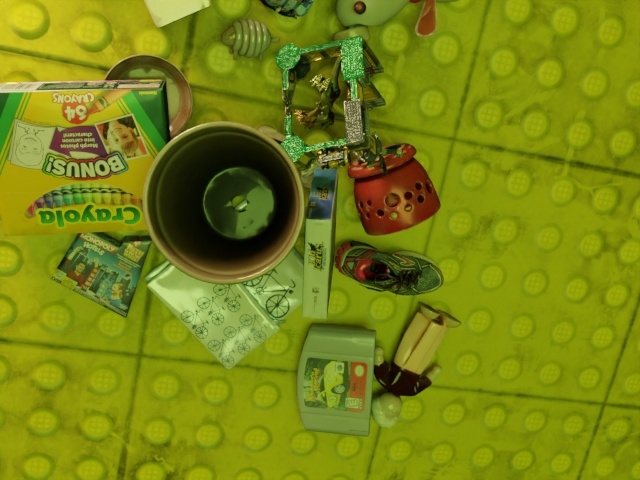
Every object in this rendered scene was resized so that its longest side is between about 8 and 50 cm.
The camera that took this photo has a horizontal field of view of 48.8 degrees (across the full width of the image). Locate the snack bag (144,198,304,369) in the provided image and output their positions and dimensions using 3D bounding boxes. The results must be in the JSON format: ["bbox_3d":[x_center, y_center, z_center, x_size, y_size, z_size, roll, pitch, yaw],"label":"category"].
[{"bbox_3d":[-0.196,0.107,1.728,0.342,0.037,0.323,-38,110,1],"label":"snack bag"}]

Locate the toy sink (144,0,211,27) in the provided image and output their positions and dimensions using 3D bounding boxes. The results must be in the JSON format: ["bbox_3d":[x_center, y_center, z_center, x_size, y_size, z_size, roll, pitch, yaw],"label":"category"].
[{"bbox_3d":[-0.331,-0.565,1.437,0.131,0.153,0.234,-24,111,-3],"label":"toy sink"}]

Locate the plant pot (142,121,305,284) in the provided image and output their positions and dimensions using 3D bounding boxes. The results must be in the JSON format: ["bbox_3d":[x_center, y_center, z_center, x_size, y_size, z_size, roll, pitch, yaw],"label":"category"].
[{"bbox_3d":[-0.191,-0.080,1.522,0.323,0.280,0.323,0,94,-1],"label":"plant pot"}]

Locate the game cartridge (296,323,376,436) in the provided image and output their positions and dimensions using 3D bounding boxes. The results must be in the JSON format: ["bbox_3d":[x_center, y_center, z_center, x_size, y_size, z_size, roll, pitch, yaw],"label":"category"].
[{"bbox_3d":[0.038,0.362,1.816,0.196,0.060,0.294,5,105,9],"label":"game cartridge"}]

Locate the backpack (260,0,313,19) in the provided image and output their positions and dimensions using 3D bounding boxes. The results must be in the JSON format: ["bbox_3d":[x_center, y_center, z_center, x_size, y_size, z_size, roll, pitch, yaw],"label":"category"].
[{"bbox_3d":[-0.052,-0.551,1.486,0.117,0.173,0.158,31,97,-18],"label":"backpack"}]

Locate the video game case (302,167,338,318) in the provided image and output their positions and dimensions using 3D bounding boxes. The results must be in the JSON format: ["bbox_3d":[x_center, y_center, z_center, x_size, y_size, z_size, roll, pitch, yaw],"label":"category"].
[{"bbox_3d":[0.000,0.000,1.588,0.061,0.269,0.244,3,119,3],"label":"video game case"}]

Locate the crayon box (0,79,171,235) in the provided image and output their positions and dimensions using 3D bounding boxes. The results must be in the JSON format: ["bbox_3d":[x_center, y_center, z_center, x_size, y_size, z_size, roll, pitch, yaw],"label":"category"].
[{"bbox_3d":[-0.504,-0.177,1.513,0.363,0.106,0.313,-3,114,-6],"label":"crayon box"}]

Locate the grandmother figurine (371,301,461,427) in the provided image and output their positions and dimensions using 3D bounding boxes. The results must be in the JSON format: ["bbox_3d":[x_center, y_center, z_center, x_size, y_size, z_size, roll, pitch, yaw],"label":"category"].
[{"bbox_3d":[0.225,0.334,1.851,0.208,0.104,0.342,24,98,-8],"label":"grandmother figurine"}]

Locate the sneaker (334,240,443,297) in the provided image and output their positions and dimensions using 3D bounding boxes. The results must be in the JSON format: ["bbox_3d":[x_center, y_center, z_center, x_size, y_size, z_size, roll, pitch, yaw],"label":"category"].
[{"bbox_3d":[0.181,0.087,1.746,0.299,0.112,0.121,10,103,-28],"label":"sneaker"}]

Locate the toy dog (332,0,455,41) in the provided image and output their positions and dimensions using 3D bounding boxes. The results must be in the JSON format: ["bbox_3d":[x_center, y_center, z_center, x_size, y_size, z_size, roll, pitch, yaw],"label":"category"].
[{"bbox_3d":[0.166,-0.536,1.542,0.334,0.161,0.220,-36,110,1],"label":"toy dog"}]

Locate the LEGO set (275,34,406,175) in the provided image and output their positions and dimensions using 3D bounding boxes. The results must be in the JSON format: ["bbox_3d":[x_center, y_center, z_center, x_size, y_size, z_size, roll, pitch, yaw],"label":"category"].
[{"bbox_3d":[0.036,-0.285,1.573,0.255,0.192,0.331,-16,72,18],"label":"LEGO set"}]

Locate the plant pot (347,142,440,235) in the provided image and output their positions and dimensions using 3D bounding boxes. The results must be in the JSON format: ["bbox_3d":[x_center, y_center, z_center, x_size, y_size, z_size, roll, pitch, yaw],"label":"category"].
[{"bbox_3d":[0.166,-0.125,1.652,0.191,0.191,0.174,-23,107,-4],"label":"plant pot"}]

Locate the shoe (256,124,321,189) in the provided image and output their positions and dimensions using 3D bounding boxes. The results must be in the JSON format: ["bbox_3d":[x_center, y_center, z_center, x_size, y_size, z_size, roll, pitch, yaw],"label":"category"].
[{"bbox_3d":[-0.065,-0.186,1.653,0.219,0.058,0.076,36,97,-19],"label":"shoe"}]

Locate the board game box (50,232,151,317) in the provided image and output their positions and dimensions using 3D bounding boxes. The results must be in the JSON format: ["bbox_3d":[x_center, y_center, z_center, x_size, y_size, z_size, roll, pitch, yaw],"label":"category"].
[{"bbox_3d":[-0.485,0.049,1.638,0.194,0.060,0.194,32,97,-18],"label":"board game box"}]

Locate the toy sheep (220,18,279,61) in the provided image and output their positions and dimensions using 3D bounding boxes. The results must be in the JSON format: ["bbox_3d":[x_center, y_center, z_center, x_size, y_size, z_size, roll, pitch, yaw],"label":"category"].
[{"bbox_3d":[-0.154,-0.441,1.548,0.132,0.091,0.091,-6,108,-24],"label":"toy sheep"}]

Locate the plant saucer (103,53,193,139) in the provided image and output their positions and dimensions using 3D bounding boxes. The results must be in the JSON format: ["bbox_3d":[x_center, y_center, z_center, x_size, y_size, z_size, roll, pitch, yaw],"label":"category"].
[{"bbox_3d":[-0.383,-0.311,1.563,0.199,0.036,0.198,-4,108,-11],"label":"plant saucer"}]
